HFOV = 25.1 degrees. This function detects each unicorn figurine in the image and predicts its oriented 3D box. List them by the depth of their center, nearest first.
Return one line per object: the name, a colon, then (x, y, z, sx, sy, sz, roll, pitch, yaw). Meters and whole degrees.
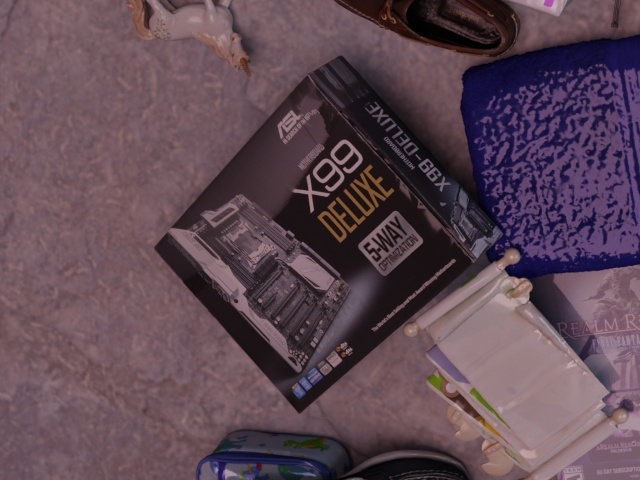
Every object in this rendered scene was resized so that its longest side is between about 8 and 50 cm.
unicorn figurine: (-0.127, -0.233, 1.494, 0.162, 0.060, 0.111, 7, 111, 32)

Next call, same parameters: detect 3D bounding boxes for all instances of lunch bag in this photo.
lunch bag: (-0.052, 0.332, 1.639, 0.176, 0.090, 0.219, 4, 108, 19)

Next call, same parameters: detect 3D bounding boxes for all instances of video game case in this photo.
video game case: (0.323, 0.137, 1.460, 0.196, 0.026, 0.274, -9, 94, 20)

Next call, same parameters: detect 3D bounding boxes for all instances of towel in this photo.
towel: (0.301, -0.087, 1.395, 0.308, 0.076, 0.227, -9, 92, 20)

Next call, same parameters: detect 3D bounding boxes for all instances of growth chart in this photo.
growth chart: (0.192, 0.140, 1.446, 0.172, 0.021, 0.237, -32, 103, 24)

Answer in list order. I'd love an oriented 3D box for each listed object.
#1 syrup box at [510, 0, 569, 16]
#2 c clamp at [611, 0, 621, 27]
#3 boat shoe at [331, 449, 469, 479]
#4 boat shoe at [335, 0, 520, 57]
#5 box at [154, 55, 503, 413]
syrup box: (0.137, -0.297, 1.364, 0.237, 0.093, 0.096, 21, 112, 9)
c clamp: (0.356, -0.268, 1.348, 0.161, 0.022, 0.137, 3, 104, 18)
boat shoe: (0.031, 0.301, 1.525, 0.303, 0.091, 0.114, -13, 106, -15)
boat shoe: (0.095, -0.234, 1.411, 0.207, 0.073, 0.073, 18, 115, 12)
box: (0.000, 0.000, 1.470, 0.242, 0.076, 0.307, 49, 129, 3)
